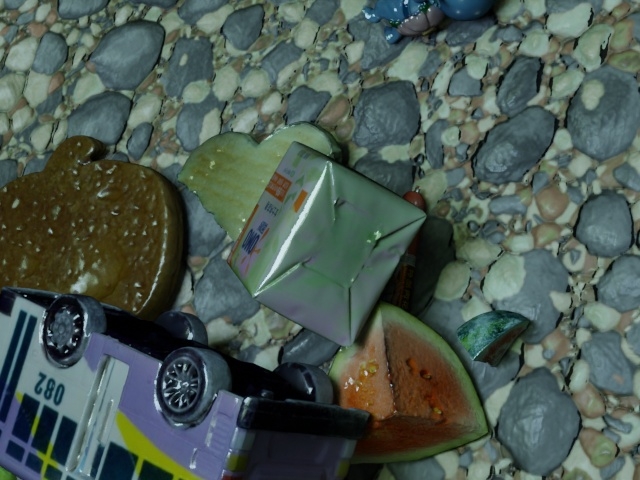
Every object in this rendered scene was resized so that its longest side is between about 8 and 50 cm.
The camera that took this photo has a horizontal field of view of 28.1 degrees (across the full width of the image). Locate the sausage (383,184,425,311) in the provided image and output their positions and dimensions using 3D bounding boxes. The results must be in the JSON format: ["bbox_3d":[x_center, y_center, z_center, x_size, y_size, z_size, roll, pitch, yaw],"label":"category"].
[{"bbox_3d":[0.093,0.056,1.520,0.034,0.034,0.253,4,79,30],"label":"sausage"}]

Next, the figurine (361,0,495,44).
[{"bbox_3d":[0.135,-0.320,1.567,0.178,0.114,0.144,-27,63,30],"label":"figurine"}]

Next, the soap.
[{"bbox_3d":[0.000,0.000,1.481,0.182,0.138,0.199,-62,17,3],"label":"soap"}]

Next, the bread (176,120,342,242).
[{"bbox_3d":[-0.073,-0.063,1.629,0.232,0.064,0.172,-7,69,28],"label":"bread"}]

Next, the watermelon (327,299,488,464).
[{"bbox_3d":[0.074,0.184,1.448,0.193,0.137,0.145,51,129,2],"label":"watermelon"}]

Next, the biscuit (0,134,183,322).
[{"bbox_3d":[-0.344,0.008,1.766,0.368,0.063,0.314,-7,70,28],"label":"biscuit"}]

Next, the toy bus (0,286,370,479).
[{"bbox_3d":[-0.192,0.213,1.449,0.440,0.209,0.249,18,92,39],"label":"toy bus"}]

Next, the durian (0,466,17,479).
[{"bbox_3d":[-0.472,0.288,1.645,0.256,0.339,0.204,13,86,3],"label":"durian"}]

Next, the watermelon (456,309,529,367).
[{"bbox_3d":[0.198,0.113,1.444,0.085,0.085,0.061,-2,116,29],"label":"watermelon"}]
